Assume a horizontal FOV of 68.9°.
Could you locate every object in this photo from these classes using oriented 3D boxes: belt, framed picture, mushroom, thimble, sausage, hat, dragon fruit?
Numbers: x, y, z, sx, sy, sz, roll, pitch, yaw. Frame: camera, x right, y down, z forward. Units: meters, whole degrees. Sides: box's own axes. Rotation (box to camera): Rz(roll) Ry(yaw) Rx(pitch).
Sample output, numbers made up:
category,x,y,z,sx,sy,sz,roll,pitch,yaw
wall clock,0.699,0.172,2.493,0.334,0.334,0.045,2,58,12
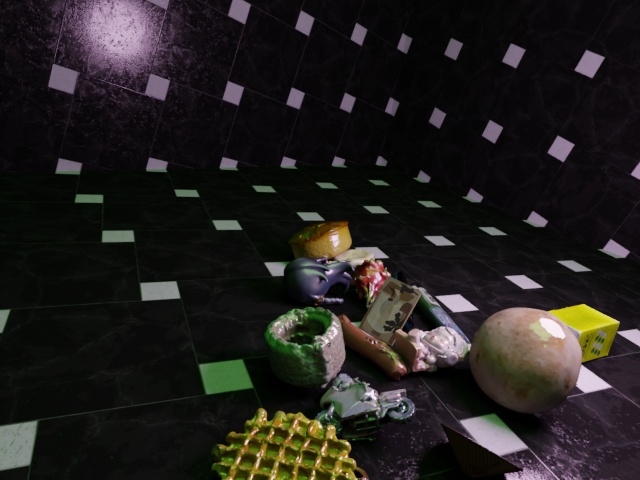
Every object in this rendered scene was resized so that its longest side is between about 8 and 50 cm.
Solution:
category,x,y,z,sx,sy,sz,roll,pitch,yaw
belt,0.057,0.497,0.976,0.083,0.036,0.059,11,21,6
framed picture,0.229,0.228,1.539,0.136,0.201,0.010,25,-11,35
mushroom,0.585,0.349,1.329,0.290,0.297,0.297,39,-2,-41
thimble,-0.037,0.287,1.252,0.219,0.150,0.219,-9,20,3
sausage,0.140,0.316,1.412,0.078,0.078,0.304,-10,27,-39
hat,0.344,0.495,1.049,0.193,0.082,0.193,29,-11,6
dragon fruit,0.179,0.161,1.728,0.137,0.135,0.236,34,42,-4

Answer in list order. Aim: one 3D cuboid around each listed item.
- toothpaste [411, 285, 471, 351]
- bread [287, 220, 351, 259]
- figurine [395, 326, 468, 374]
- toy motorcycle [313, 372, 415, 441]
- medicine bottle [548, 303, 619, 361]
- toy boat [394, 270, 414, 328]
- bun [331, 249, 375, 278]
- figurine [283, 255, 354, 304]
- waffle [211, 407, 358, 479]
category,x,y,z,sx,sy,sz,roll,pitch,yaw
toothpaste,0.414,0.266,1.659,0.098,0.061,0.392,15,20,-24
bread,0.000,0.000,1.955,0.269,0.148,0.270,-18,8,3
figurine,0.339,0.315,1.399,0.236,0.141,0.162,-1,19,-24
toy motorcycle,0.096,0.390,1.158,0.239,0.108,0.204,5,22,-10
medicine bottle,0.879,0.322,1.602,0.250,0.137,0.141,-3,24,-31
toy boat,0.276,0.212,1.691,0.092,0.134,0.299,-21,13,13
bun,0.138,0.103,1.905,0.183,0.102,0.183,-10,14,2
figurine,0.000,0.136,1.683,0.265,0.175,0.197,-3,28,-9
waffle,-0.076,0.460,0.947,0.283,0.065,0.309,-13,25,-27
